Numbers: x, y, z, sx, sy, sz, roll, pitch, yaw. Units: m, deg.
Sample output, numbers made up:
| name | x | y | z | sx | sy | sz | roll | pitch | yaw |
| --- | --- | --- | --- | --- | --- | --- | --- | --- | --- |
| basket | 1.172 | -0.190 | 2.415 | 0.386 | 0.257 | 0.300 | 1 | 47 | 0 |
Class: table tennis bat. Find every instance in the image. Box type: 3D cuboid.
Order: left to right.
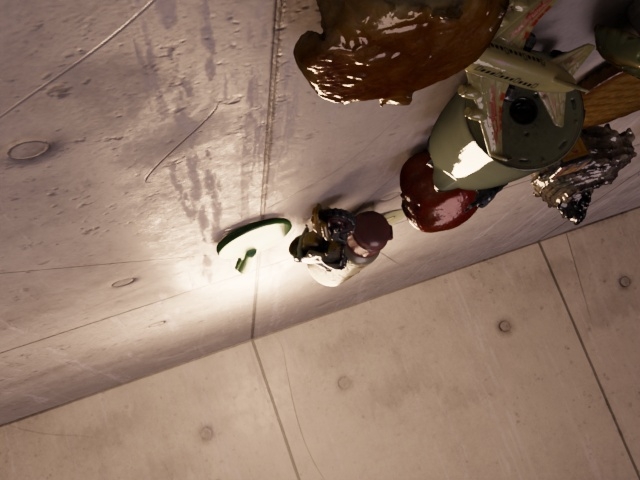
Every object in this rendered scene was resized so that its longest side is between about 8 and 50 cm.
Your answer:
| name | x | y | z | sx | sy | sz | roll | pitch | yaw |
| --- | --- | --- | --- | --- | --- | --- | --- | --- | --- |
| table tennis bat | -0.143 | 0.012 | 1.608 | 0.160 | 0.039 | 0.257 | -17 | 162 | -19 |

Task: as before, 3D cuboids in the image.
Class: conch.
| name | x | y | z | sx | sy | sz | roll | pitch | yaw |
| --- | --- | --- | --- | --- | --- | --- | --- | --- | --- |
| conch | 0.572 | -0.168 | 1.699 | 0.240 | 0.186 | 0.313 | -26 | 149 | -2 |

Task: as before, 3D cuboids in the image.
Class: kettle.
| name | x | y | z | sx | sy | sz | roll | pitch | yaw |
| --- | --- | --- | --- | --- | --- | --- | --- | --- | --- |
| kettle | 0.276 | -0.180 | 1.147 | 0.240 | 0.165 | 0.255 | -49 | 179 | -8 |

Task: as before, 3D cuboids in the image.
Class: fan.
| name | x | y | z | sx | sy | sz | roll | pitch | yaw |
| --- | --- | --- | --- | --- | --- | --- | --- | --- | --- |
| fan | 0.124 | -0.046 | 1.835 | 0.190 | 0.009 | 0.329 | -19 | 168 | -2 |

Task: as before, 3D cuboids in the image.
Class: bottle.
| name | x | y | z | sx | sy | sz | roll | pitch | yaw |
| --- | --- | --- | --- | --- | --- | --- | --- | --- | --- |
| bottle | 0.068 | 0.012 | 1.749 | 0.120 | 0.121 | 0.253 | -13 | 164 | -30 |

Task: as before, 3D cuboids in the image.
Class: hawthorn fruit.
| name | x | y | z | sx | sy | sz | roll | pitch | yaw |
| --- | --- | --- | --- | --- | --- | --- | --- | --- | --- |
| hawthorn fruit | 0.240 | -0.101 | 1.428 | 0.193 | 0.157 | 0.157 | -19 | 169 | 21 |

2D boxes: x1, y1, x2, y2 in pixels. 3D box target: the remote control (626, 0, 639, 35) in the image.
| name | x | y | z | sx | sy | sz | roll | pitch | yaw |
| --- | --- | --- | --- | --- | --- | --- | --- | --- | --- |
| remote control | 0.520 | -0.323 | 1.161 | 0.077 | 0.022 | 0.245 | -29 | 159 | 30 |

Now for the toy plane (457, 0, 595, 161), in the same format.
| name | x | y | z | sx | sy | sz | roll | pitch | yaw |
| --- | --- | --- | --- | --- | --- | --- | --- | --- | --- |
| toy plane | 0.223 | -0.218 | 0.951 | 0.244 | 0.229 | 0.092 | 12 | -162 | -20 |

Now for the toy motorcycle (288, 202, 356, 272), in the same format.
| name | x | y | z | sx | sy | sz | roll | pitch | yaw |
| --- | --- | --- | --- | --- | --- | --- | --- | --- | --- |
| toy motorcycle | 0.000 | -0.001 | 1.607 | 0.129 | 0.094 | 0.229 | 14 | 149 | 3 |

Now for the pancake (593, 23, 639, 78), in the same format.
| name | x | y | z | sx | sy | sz | roll | pitch | yaw |
| --- | --- | --- | --- | --- | --- | --- | --- | --- | --- |
| pancake | 0.486 | -0.247 | 1.118 | 0.376 | 0.197 | 0.054 | -8 | 123 | -58 |

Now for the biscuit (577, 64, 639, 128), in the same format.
| name | x | y | z | sx | sy | sz | roll | pitch | yaw |
| --- | --- | --- | --- | --- | --- | --- | --- | --- | --- |
| biscuit | 0.572 | -0.287 | 1.426 | 0.317 | 0.040 | 0.318 | -18 | 166 | -4 |

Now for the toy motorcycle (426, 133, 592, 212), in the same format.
| name | x | y | z | sx | sy | sz | roll | pitch | yaw |
| --- | --- | --- | --- | --- | --- | --- | --- | --- | --- |
| toy motorcycle | 0.311 | -0.150 | 1.329 | 0.262 | 0.157 | 0.091 | -20 | 167 | -9 |

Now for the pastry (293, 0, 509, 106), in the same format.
| name | x | y | z | sx | sy | sz | roll | pitch | yaw |
| --- | --- | --- | --- | --- | --- | --- | --- | --- | --- |
| pastry | 0.084 | -0.220 | 0.782 | 0.228 | 0.100 | 0.218 | -20 | 165 | 22 |
